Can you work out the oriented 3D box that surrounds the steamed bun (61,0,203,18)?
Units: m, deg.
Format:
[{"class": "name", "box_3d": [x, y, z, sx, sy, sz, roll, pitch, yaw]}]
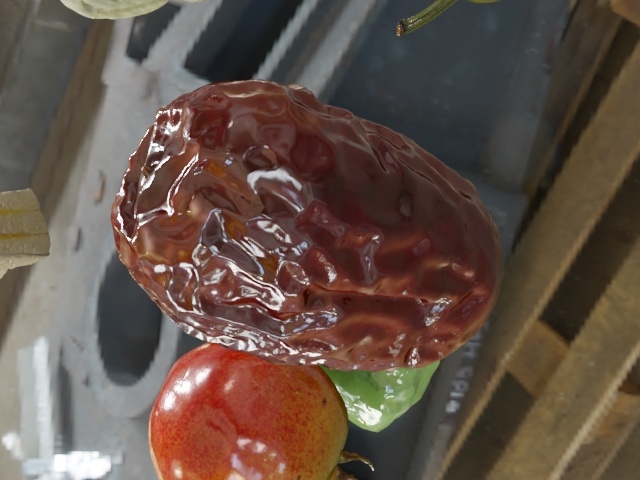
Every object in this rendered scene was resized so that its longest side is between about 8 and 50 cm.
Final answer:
[{"class": "steamed bun", "box_3d": [-0.212, -0.413, 1.498, 0.280, 0.268, 0.207, 119, 137, -58]}]

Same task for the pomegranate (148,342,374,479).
[{"class": "pomegranate", "box_3d": [-0.061, 0.217, 1.382, 0.221, 0.256, 0.221, -54, 15, 22]}]

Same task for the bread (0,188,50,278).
[{"class": "bread", "box_3d": [-0.355, -0.011, 1.231, 0.105, 0.152, 0.077, -26, 69, 21]}]

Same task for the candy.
[{"class": "candy", "box_3d": [-0.018, 0.084, 1.512, 0.343, 0.132, 0.142, 37, 149, 12]}]

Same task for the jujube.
[{"class": "jujube", "box_3d": [0.000, 0.000, 0.546, 0.112, 0.176, 0.109, -23, 53, 51]}]

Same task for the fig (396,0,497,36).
[{"class": "fig", "box_3d": [0.168, -0.323, 1.520, 0.149, 0.149, 0.245, -13, 33, 46]}]
